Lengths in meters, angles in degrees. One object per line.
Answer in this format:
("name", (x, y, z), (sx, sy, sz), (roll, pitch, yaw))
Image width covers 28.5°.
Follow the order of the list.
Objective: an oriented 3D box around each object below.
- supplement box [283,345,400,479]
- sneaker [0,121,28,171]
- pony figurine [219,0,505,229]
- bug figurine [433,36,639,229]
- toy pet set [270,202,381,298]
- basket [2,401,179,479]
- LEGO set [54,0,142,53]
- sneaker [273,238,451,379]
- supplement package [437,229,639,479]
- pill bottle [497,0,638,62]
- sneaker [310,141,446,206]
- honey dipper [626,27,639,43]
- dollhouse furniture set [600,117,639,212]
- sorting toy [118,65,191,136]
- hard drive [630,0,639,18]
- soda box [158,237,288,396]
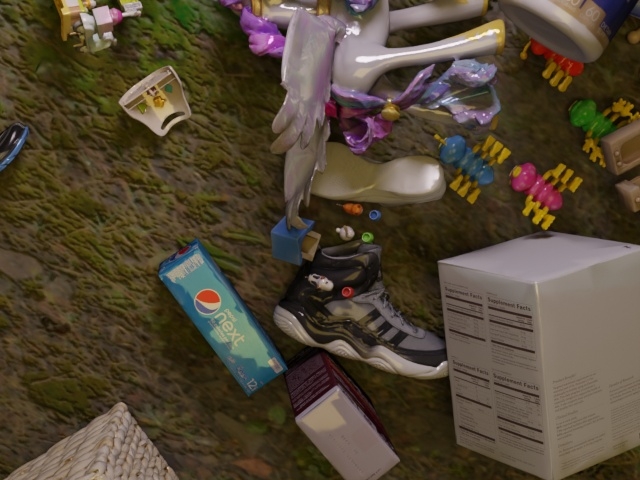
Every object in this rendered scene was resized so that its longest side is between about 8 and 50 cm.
("supplement box", (0.022, 0.225, 1.660), (0.073, 0.239, 0.130), (-39, 103, 1))
("sneaker", (-0.466, -0.107, 1.630), (0.188, 0.067, 0.078), (-24, 109, 2))
("pony figurine", (0.041, -0.219, 1.573), (0.364, 0.303, 0.350), (0, 65, -3))
("bug figurine", (0.292, -0.149, 1.697), (0.216, 0.072, 0.279), (40, 91, -18))
("toy pet set", (0.000, 0.000, 1.636), (0.114, 0.065, 0.122), (17, 87, 27))
("basket", (-0.324, 0.432, 1.629), (0.331, 0.328, 0.266), (-34, 99, 2))
("LEGO set", (-0.294, -0.368, 1.578), (0.107, 0.132, 0.287), (-13, 79, -20))
("sneaker", (0.081, 0.087, 1.707), (0.269, 0.101, 0.153), (17, 102, -6))
("supplement package", (0.301, 0.143, 1.662), (0.199, 0.198, 0.262), (-15, 105, -31))
("pill bottle", (0.351, -0.368, 1.568), (0.153, 0.153, 0.264), (34, 91, -11))
("sneaker", (0.063, -0.076, 1.690), (0.212, 0.094, 0.080), (9, 75, 14))
("honey dipper", (0.479, -0.322, 1.701), (0.161, 0.030, 0.030), (-39, 103, 5))
("dollhouse furniture set", (0.478, -0.083, 1.671), (0.144, 0.123, 0.151), (-27, 118, -12))
("sorting toy", (-0.211, -0.179, 1.657), (0.083, 0.045, 0.075), (-34, 110, 1))
("hard drive", (0.516, -0.373, 1.657), (0.319, 0.040, 0.210), (20, 99, 2))
("soda box", (-0.132, 0.103, 1.705), (0.067, 0.071, 0.210), (-34, 103, 1))
